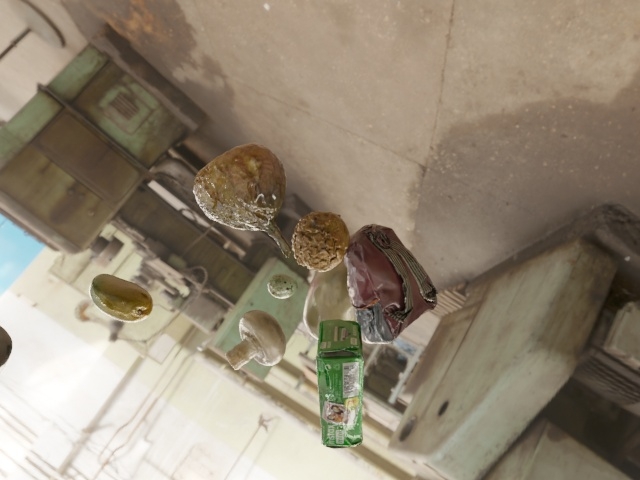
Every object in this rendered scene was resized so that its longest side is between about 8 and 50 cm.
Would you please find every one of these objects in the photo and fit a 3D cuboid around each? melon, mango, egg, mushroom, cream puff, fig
[{"bbox_3d":[0.054,0.222,1.882,0.223,0.317,0.223,14,-166,-3],"label":"melon"},{"bbox_3d":[-0.527,0.147,1.374,0.194,0.092,0.130,31,-159,31],"label":"mango"},{"bbox_3d":[-0.127,0.154,1.780,0.110,0.085,0.085,-1,-174,-38],"label":"egg"},{"bbox_3d":[-0.227,0.340,1.810,0.209,0.206,0.206,-5,164,-10],"label":"mushroom"},{"bbox_3d":[-0.004,0.000,1.162,0.126,0.144,0.103,-17,160,33],"label":"cream puff"},{"bbox_3d":[-0.204,-0.100,1.575,0.369,0.286,0.286,62,161,5],"label":"fig"}]

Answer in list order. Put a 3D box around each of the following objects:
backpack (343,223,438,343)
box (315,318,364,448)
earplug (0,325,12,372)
[{"bbox_3d":[0.192,0.103,1.513,0.197,0.283,0.317,-16,97,46],"label":"backpack"},{"bbox_3d":[0.045,0.323,1.194,0.103,0.250,0.180,0,-162,3],"label":"box"},{"bbox_3d":[-0.794,0.204,1.080,0.214,0.175,0.326,57,172,41],"label":"earplug"}]
